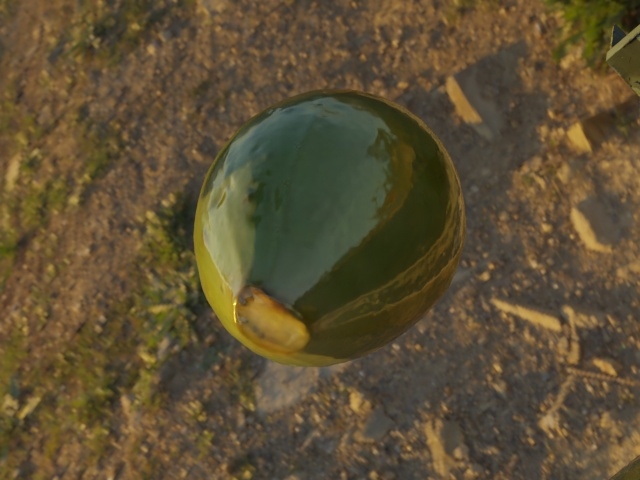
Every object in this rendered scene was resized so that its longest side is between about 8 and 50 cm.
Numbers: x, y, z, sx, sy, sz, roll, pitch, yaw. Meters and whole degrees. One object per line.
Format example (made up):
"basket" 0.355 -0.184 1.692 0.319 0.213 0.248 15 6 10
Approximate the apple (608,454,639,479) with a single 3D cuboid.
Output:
"apple" 0.267 0.241 0.411 0.374 0.374 0.384 -35 81 7

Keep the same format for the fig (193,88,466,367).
"fig" -0.006 -0.003 0.767 0.207 0.207 0.230 18 45 43

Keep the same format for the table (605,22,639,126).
"table" 0.301 -0.172 0.795 0.146 0.062 0.175 -43 9 32
